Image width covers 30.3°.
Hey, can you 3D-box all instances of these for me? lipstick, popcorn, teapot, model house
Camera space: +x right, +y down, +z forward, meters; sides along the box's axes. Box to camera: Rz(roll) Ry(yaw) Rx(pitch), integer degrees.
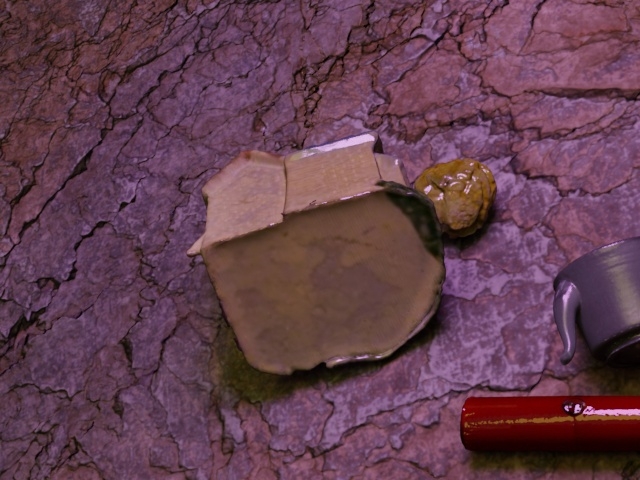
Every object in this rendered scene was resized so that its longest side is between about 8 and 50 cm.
[{"bbox_3d":[0.308,0.222,1.434,0.280,0.073,0.073,-4,59,24],"label":"lipstick"},{"bbox_3d":[0.189,-0.059,1.651,0.121,0.116,0.106,-25,95,12],"label":"popcorn"},{"bbox_3d":[0.392,0.093,1.437,0.239,0.162,0.149,-7,62,-14],"label":"teapot"},{"bbox_3d":[0.000,0.000,1.645,0.321,0.261,0.266,-17,32,4],"label":"model house"}]
